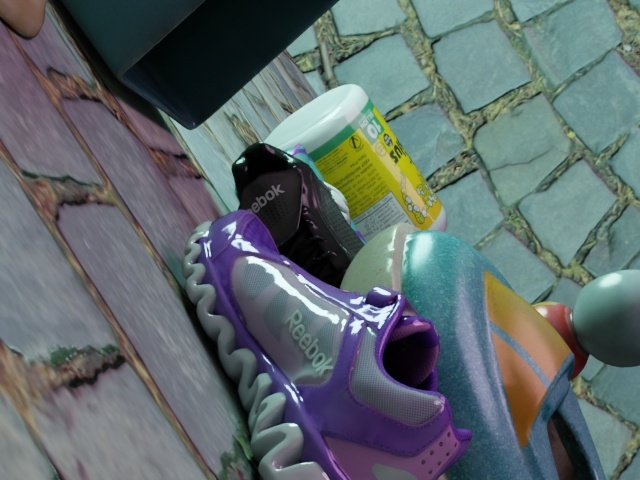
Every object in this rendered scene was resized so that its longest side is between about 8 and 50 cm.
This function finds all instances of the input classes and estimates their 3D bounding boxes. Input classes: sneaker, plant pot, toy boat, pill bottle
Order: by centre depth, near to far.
[{"bbox_3d":[0.006,0.057,0.876,0.095,0.104,0.236,49,8,-41],"label":"sneaker"},{"bbox_3d":[0.125,0.094,1.034,0.267,0.148,0.318,66,23,-6],"label":"toy boat"},{"bbox_3d":[-0.121,-0.227,1.162,0.234,0.165,0.166,49,4,14],"label":"plant pot"},{"bbox_3d":[-0.012,0.007,1.166,0.106,0.078,0.234,44,11,-34],"label":"sneaker"},{"bbox_3d":[0.045,-0.032,1.605,0.208,0.117,0.117,55,6,-15],"label":"pill bottle"}]

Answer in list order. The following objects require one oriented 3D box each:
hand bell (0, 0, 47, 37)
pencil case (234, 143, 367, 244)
[{"bbox_3d":[-0.095,-0.228,0.925,0.126,0.242,0.126,55,7,-10],"label":"hand bell"},{"bbox_3d":[0.000,0.000,1.326,0.151,0.064,0.070,55,7,-7],"label":"pencil case"}]
